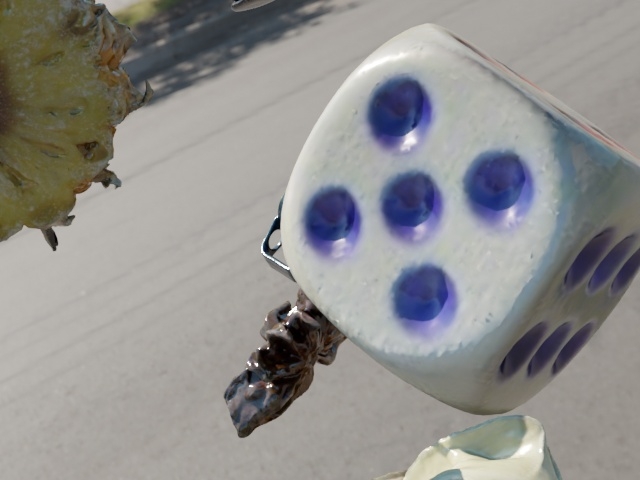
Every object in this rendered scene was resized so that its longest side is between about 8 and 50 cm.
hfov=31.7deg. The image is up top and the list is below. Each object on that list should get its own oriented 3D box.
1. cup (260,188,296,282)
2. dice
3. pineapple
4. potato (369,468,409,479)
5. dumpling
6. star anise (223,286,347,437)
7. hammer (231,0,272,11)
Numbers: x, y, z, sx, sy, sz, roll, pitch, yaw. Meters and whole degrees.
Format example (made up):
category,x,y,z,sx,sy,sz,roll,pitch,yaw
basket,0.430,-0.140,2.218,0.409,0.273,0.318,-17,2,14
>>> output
category,x,y,z,sx,sy,sz,roll,pitch,yaw
cup,0.000,0.000,1.701,0.176,0.131,0.155,-31,40,1
dice,0.156,-0.021,1.185,0.304,0.304,0.277,41,16,28
pineapple,-0.194,-0.074,0.592,0.221,0.221,0.047,-19,33,4
potato,0.228,0.593,1.823,0.385,0.442,0.320,-38,42,39
dumpling,0.185,0.428,1.499,0.315,0.233,0.395,-22,42,34
star anise,-0.037,0.137,1.455,0.099,0.214,0.220,37,33,13
hammer,-0.031,-0.483,1.486,0.095,0.243,0.408,-23,3,-40
